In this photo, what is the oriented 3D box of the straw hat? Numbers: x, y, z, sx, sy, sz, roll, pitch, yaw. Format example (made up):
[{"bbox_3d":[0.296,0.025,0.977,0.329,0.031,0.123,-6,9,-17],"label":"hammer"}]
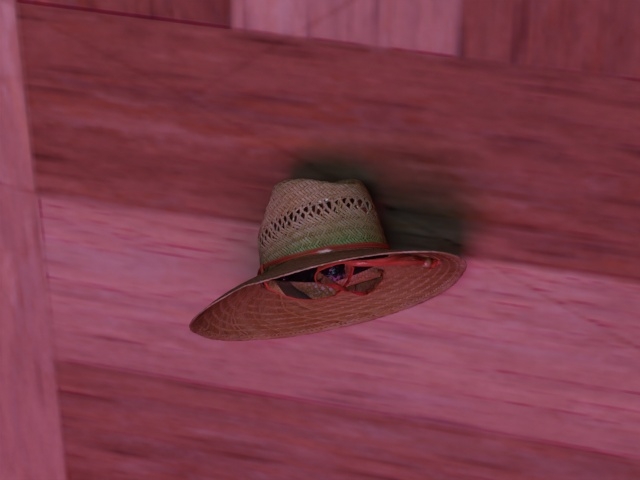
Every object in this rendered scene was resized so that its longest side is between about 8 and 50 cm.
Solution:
[{"bbox_3d":[0.000,0.000,0.944,0.144,0.144,0.061,-20,74,29],"label":"straw hat"}]
